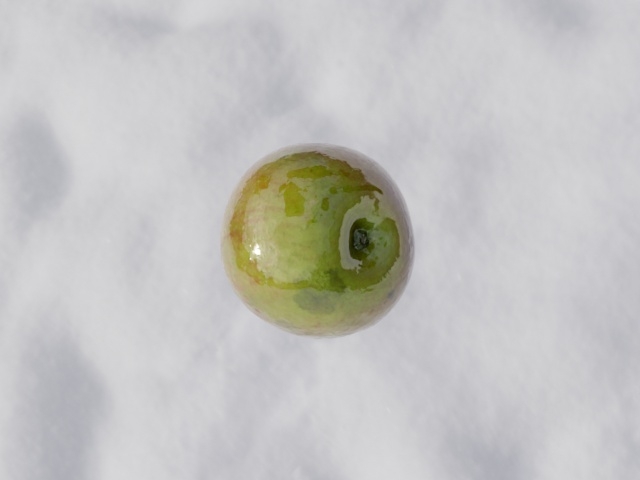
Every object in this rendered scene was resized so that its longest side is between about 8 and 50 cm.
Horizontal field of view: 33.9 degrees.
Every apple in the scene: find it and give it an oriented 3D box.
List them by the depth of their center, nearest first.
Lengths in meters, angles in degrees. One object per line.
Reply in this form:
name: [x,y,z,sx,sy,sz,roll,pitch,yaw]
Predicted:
apple: [0.000,0.000,1.018,0.195,0.196,0.196,-9,59,15]
